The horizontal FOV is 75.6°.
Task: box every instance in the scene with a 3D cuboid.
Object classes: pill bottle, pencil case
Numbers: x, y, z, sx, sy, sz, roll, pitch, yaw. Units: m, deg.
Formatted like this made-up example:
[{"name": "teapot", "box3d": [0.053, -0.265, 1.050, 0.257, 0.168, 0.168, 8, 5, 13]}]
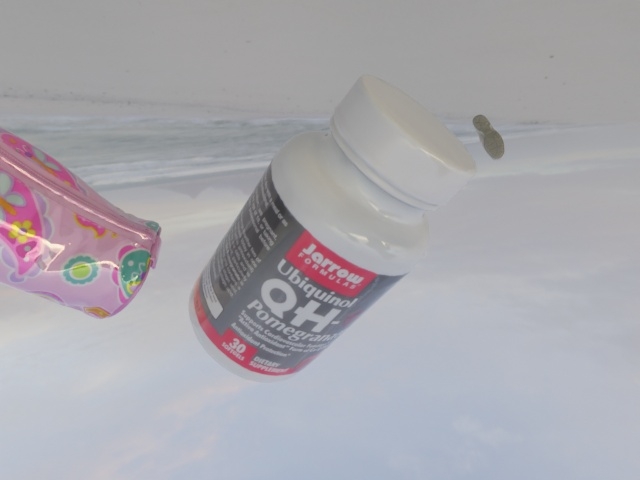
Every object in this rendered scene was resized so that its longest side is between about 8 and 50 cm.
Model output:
[{"name": "pill bottle", "box3d": [0.000, 0.000, 0.437, 0.176, 0.176, 0.318, -22, 156, -54]}, {"name": "pencil case", "box3d": [-0.282, -0.038, 0.356, 0.124, 0.284, 0.124, -28, -140, 27]}]

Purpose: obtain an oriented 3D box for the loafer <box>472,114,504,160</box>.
[{"name": "loafer", "box3d": [0.401, -0.241, 0.980, 0.045, 0.125, 0.039, -24, 160, 15]}]
